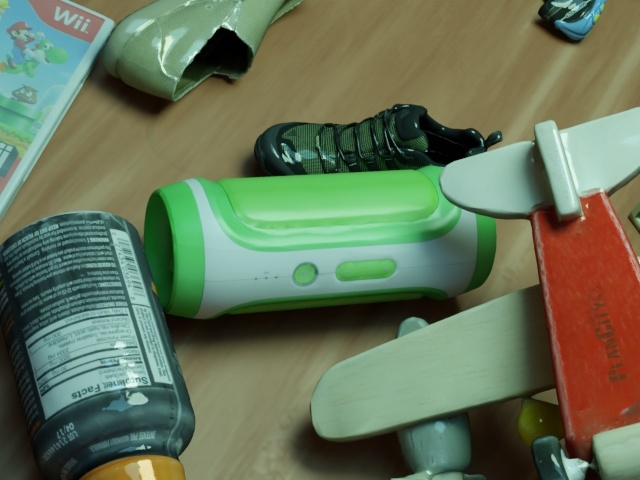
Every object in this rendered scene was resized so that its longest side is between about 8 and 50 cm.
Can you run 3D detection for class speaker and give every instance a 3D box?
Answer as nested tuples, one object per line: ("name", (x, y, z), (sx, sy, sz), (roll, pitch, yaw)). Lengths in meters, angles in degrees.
("speaker", (0.000, 0.000, 1.351), (0.297, 0.131, 0.131), (-4, 58, -20))

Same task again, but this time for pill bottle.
("pill bottle", (-0.177, 0.109, 1.214), (0.130, 0.130, 0.245), (-7, 59, -23))

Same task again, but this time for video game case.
("video game case", (-0.338, -0.145, 1.404), (0.204, 0.025, 0.285), (24, 52, -1))

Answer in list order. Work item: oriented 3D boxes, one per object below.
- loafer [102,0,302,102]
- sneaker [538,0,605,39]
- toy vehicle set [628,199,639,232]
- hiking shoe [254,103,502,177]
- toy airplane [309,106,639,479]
("loafer", (-0.086, -0.212, 1.492), (0.268, 0.102, 0.092), (-35, 73, -24))
("sneaker", (0.282, -0.307, 1.693), (0.078, 0.067, 0.188), (23, 55, -9))
("toy vehicle set", (0.401, -0.037, 1.419), (0.035, 0.267, 0.166), (-20, 66, -28))
("hiking shoe", (0.053, -0.094, 1.439), (0.227, 0.114, 0.086), (4, 54, -16))
("toy airplane", (0.234, 0.089, 1.244), (0.386, 0.272, 0.384), (24, 68, 33))
